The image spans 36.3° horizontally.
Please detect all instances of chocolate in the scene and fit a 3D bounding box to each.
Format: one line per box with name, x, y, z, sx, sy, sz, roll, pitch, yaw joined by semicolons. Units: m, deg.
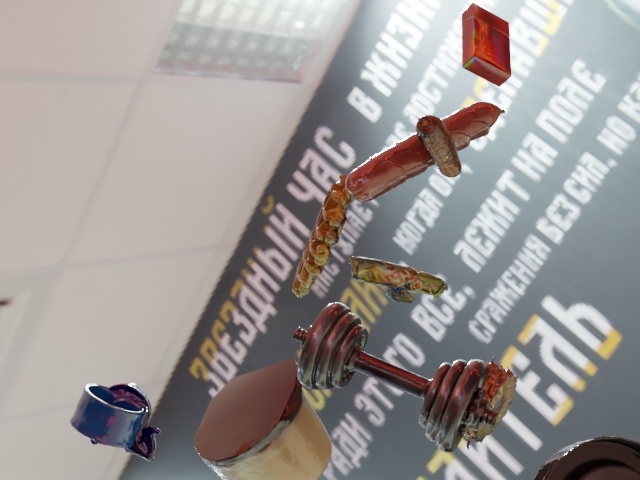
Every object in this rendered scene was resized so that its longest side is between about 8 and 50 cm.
chocolate;-0.125;0.526;2.524;0.314;0.326;0.297;-22;-57;30

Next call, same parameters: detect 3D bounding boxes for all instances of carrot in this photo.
carrot;0.238;-0.184;1.921;0.060;0.060;0.186;-46;-39;-2

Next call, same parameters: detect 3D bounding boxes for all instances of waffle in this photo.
waffle;0.003;-0.007;2.360;0.282;0.058;0.301;-74;8;-53

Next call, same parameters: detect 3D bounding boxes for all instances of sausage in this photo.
sausage;0.218;-0.191;2.015;0.433;0.088;0.088;-29;-32;-26

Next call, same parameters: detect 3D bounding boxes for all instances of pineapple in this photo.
pineapple;0.293;0.304;1.939;0.176;0.137;0.161;-42;-33;-31

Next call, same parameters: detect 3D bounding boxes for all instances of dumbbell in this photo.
dumbbell;0.131;0.248;1.788;0.179;0.406;0.179;-55;-23;-36

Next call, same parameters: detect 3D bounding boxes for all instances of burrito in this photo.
burrito;0.210;0.118;2.693;0.054;0.288;0.104;125;157;-78

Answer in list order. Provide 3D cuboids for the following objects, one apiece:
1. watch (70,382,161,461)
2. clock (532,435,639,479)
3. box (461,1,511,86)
watch;-0.503;0.438;2.382;0.200;0.196;0.171;24;-100;-75
clock;0.505;0.509;1.717;0.325;0.325;0.067;-35;1;-21
box;0.376;-0.445;2.208;0.112;0.175;0.048;21;-37;-24
